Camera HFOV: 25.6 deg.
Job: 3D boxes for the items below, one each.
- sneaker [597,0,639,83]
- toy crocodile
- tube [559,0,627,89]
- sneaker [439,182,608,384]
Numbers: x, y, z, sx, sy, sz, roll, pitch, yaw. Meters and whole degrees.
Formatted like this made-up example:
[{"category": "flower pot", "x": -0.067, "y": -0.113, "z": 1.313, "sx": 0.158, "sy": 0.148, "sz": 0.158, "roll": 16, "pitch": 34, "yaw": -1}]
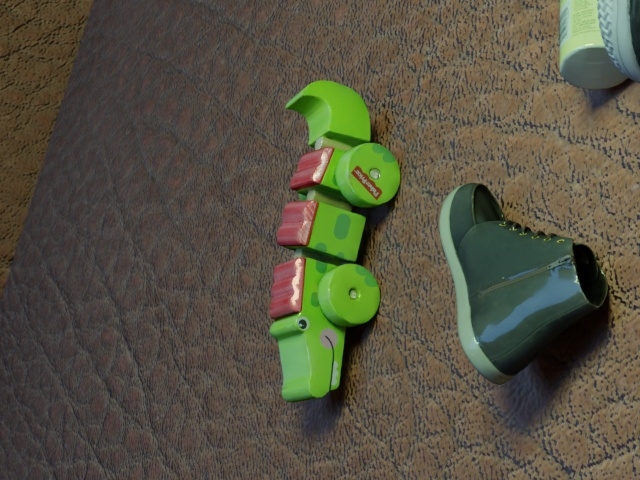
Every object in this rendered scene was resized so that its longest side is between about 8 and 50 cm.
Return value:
[{"category": "sneaker", "x": 0.294, "y": -0.268, "z": 0.954, "sx": 0.210, "sy": 0.137, "sz": 0.366, "roll": 32, "pitch": 131, "yaw": 56}, {"category": "toy crocodile", "x": 0.000, "y": 0.000, "z": 1.468, "sx": 0.115, "sy": 0.105, "sz": 0.340, "roll": -13, "pitch": 65, "yaw": 60}, {"category": "tube", "x": 0.239, "y": -0.242, "z": 1.213, "sx": 0.070, "sy": 0.062, "sz": 0.240, "roll": -4, "pitch": 58, "yaw": 15}, {"category": "sneaker", "x": 0.174, "y": 0.013, "z": 1.186, "sx": 0.118, "sy": 0.083, "sz": 0.222, "roll": -35, "pitch": 36, "yaw": 25}]
